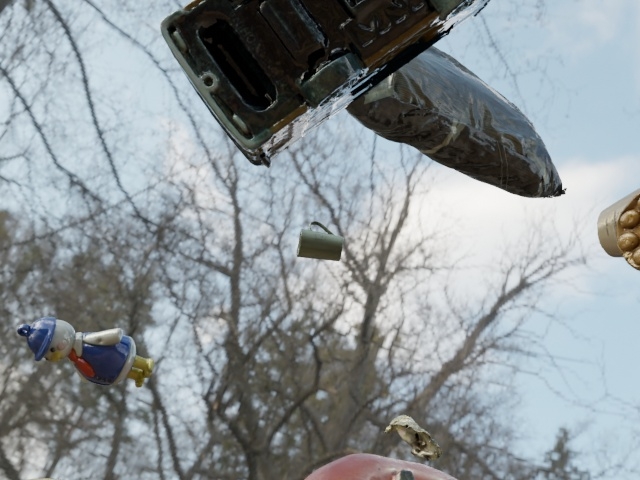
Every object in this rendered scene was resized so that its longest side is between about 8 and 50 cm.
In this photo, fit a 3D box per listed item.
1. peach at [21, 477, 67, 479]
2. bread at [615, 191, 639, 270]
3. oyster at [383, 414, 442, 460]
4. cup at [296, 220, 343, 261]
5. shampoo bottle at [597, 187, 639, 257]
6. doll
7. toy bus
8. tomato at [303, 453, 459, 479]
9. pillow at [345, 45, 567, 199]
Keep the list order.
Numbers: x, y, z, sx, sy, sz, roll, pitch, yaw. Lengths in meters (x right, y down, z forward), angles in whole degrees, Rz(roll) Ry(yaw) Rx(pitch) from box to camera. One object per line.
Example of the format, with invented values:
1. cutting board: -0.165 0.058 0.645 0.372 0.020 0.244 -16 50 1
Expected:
1. peach: -0.479 0.577 1.516 0.314 0.281 0.315 43 -56 30
2. bread: 0.412 -0.014 1.108 0.024 0.110 0.110 13 -30 -32
3. oyster: 0.196 0.399 1.882 0.200 0.061 0.106 32 -33 57
4. cup: -0.001 0.005 1.713 0.083 0.075 0.054 9 -57 -5
5. shampoo bottle: 0.515 -0.040 1.282 0.078 0.127 0.257 11 -19 -29
6. doll: -0.244 0.114 0.926 0.143 0.057 0.099 25 -49 -23
7. toy bus: 0.014 -0.190 0.755 0.138 0.275 0.167 54 -5 1
8. tomato: 0.088 0.430 1.077 0.341 0.341 0.272 20 -68 1
9. pillow: 0.145 -0.141 1.026 0.335 0.161 0.092 23 -51 -26
